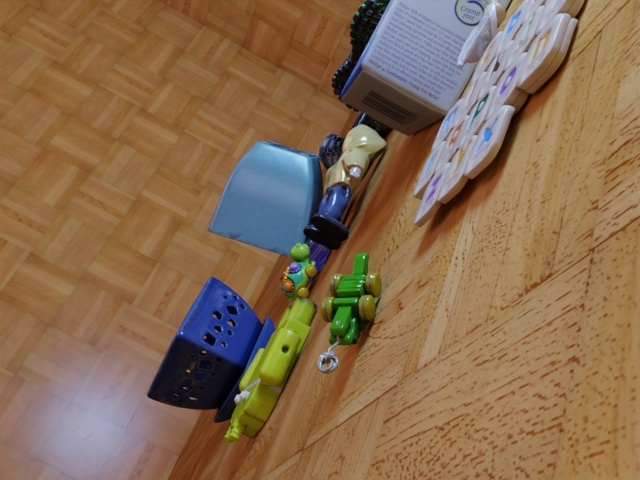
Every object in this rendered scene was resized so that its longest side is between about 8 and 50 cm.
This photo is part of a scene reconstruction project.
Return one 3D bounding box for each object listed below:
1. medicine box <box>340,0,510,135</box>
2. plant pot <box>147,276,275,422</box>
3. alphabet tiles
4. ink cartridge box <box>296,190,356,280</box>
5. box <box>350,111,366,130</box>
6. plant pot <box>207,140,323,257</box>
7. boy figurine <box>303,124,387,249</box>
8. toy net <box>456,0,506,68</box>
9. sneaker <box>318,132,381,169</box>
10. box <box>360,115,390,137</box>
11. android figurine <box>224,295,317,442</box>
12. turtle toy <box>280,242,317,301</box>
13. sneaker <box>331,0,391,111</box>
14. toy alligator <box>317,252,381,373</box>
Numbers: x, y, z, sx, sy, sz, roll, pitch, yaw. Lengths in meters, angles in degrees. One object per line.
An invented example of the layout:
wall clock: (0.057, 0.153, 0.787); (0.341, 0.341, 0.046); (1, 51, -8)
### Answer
medicine box: (0.172, -0.334, 1.095); (0.289, 0.149, 0.263); (-63, 5, -1)
plant pot: (-0.246, 0.271, 1.658); (0.236, 0.212, 0.236); (-58, 5, 33)
alphabet tiles: (0.181, -0.151, 0.734); (0.278, 0.021, 0.284); (-65, 6, -28)
ink cartridge box: (0.000, 0.000, 1.611); (0.208, 0.045, 0.206); (-67, 7, -29)
box: (0.154, -0.419, 2.319); (0.184, 0.045, 0.190); (-64, 6, -4)
plant pot: (-0.116, -0.121, 1.810); (0.248, 0.246, 0.253); (-43, -31, -79)
boy figurine: (0.054, -0.119, 1.451); (0.285, 0.092, 0.177); (-64, 5, -32)
toy net: (0.245, -0.314, 0.873); (0.232, 0.045, 0.122); (-63, 7, -1)
sneaker: (0.059, -0.211, 1.705); (0.111, 0.121, 0.300); (-63, 5, -13)
box: (0.175, -0.353, 1.671); (0.233, 0.059, 0.183); (-63, 6, -10)
android figurine: (-0.093, 0.232, 1.238); (0.273, 0.056, 0.248); (-62, 5, -21)
turtle toy: (-0.049, 0.071, 1.511); (0.095, 0.066, 0.130); (152, 138, -76)
sneaker: (0.131, -0.433, 1.495); (0.146, 0.134, 0.343); (-53, 2, -30)
toy alligator: (0.033, 0.090, 0.785); (0.190, 0.056, 0.051); (-69, -33, -47)
